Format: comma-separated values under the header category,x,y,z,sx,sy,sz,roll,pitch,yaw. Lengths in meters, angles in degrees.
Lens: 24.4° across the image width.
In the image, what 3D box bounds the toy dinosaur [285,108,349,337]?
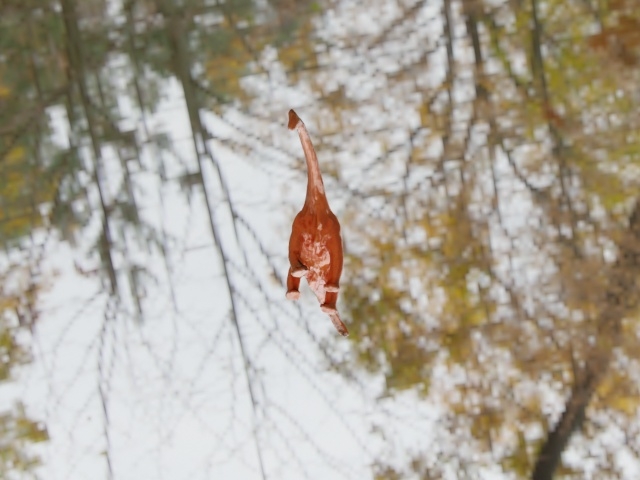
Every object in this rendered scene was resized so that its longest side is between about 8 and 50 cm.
category,x,y,z,sx,sy,sz,roll,pitch,yaw
toy dinosaur,-0.006,0.000,1.361,0.055,0.279,0.101,-1,-129,3
